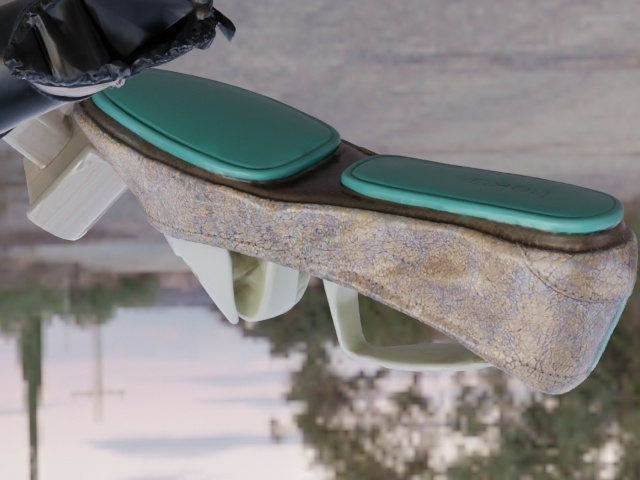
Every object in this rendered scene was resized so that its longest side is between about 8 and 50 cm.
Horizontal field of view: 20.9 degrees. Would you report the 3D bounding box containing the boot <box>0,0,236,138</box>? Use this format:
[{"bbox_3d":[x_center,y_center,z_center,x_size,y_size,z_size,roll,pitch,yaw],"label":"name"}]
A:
[{"bbox_3d":[-0.088,-0.055,0.530,0.121,0.045,0.099,-24,-170,-11],"label":"boot"}]

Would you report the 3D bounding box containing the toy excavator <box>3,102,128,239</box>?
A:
[{"bbox_3d":[-0.336,-0.162,1.241,0.222,0.433,0.445,-46,-179,12],"label":"toy excavator"}]

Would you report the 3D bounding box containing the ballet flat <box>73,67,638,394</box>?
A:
[{"bbox_3d":[0.000,0.000,0.844,0.316,0.106,0.107,20,-154,33],"label":"ballet flat"}]
